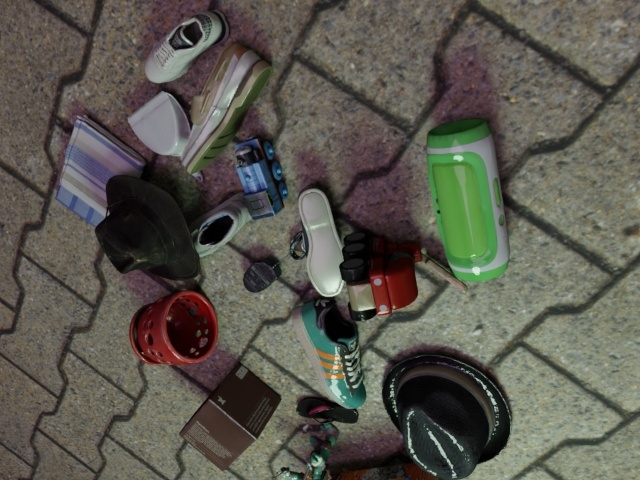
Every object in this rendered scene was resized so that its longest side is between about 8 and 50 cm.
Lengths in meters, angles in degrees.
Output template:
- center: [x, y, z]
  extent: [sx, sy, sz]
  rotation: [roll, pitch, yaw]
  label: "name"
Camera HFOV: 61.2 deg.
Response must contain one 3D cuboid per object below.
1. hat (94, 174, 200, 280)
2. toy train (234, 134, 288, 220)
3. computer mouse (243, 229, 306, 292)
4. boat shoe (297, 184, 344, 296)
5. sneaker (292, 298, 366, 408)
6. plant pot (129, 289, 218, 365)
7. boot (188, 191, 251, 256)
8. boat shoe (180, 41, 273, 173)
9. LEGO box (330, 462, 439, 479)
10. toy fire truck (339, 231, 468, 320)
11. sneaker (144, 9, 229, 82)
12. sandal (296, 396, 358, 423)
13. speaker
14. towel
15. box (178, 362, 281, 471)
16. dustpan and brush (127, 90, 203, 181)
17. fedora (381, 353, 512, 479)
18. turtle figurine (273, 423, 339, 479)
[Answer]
- center: [-0.451, -0.001, 1.305]
  extent: [0.331, 0.134, 0.332]
  rotation: [22, 131, 27]
  label: "hat"
- center: [-0.133, -0.138, 1.197]
  extent: [0.080, 0.105, 0.184]
  rotation: [-10, 110, 25]
  label: "toy train"
- center: [-0.101, 0.049, 1.320]
  extent: [0.242, 0.041, 0.071]
  rotation: [-38, 98, 25]
  label: "computer mouse"
- center: [0.000, 0.000, 1.218]
  extent: [0.095, 0.079, 0.255]
  rotation: [-15, 105, 5]
  label: "boat shoe"
- center: [0.049, 0.279, 1.322]
  extent: [0.121, 0.108, 0.302]
  rotation: [-22, 103, 33]
  label: "sneaker"
- center: [-0.397, 0.241, 1.435]
  extent: [0.174, 0.191, 0.191]
  rotation: [-18, 106, 31]
  label: "plant pot"
- center: [-0.268, -0.021, 1.296]
  extent: [0.258, 0.123, 0.095]
  rotation: [-37, 97, 31]
  label: "boot"
- center: [-0.225, -0.283, 1.169]
  extent: [0.103, 0.113, 0.302]
  rotation: [40, 111, 1]
  label: "boat shoe"
- center: [0.222, 0.853, 1.448]
  extent: [0.372, 0.193, 0.500]
  rotation: [-23, 109, 31]
  label: "LEGO box"
- center: [0.178, 0.073, 1.123]
  extent: [0.246, 0.217, 0.159]
  rotation: [-10, 110, 10]
  label: "toy fire truck"
- center: [-0.304, -0.409, 1.144]
  extent: [0.235, 0.095, 0.090]
  rotation: [-27, 104, 31]
  label: "sneaker"
- center: [0.013, 0.469, 1.466]
  extent: [0.179, 0.040, 0.067]
  rotation: [2, 115, 21]
  label: "sandal"
- center: [0.287, -0.075, 1.048]
  extent: [0.131, 0.131, 0.297]
  rotation: [-6, 112, 24]
  label: "speaker"
- center: [-0.577, -0.159, 1.408]
  extent: [0.209, 0.034, 0.285]
  rotation: [36, 124, 0]
  label: "towel"
- center: [-0.251, 0.491, 1.507]
  extent: [0.167, 0.168, 0.203]
  rotation: [40, 123, 1]
  label: "box"
- center: [-0.344, -0.227, 1.276]
  extent: [0.147, 0.060, 0.211]
  rotation: [-24, 97, 31]
  label: "dustpan and brush"
- center: [0.285, 0.440, 1.279]
  extent: [0.333, 0.152, 0.334]
  rotation: [9, 117, 17]
  label: "fedora"
- center: [-0.027, 0.603, 1.432]
  extent: [0.175, 0.234, 0.118]
  rotation: [-36, 97, 31]
  label: "turtle figurine"
